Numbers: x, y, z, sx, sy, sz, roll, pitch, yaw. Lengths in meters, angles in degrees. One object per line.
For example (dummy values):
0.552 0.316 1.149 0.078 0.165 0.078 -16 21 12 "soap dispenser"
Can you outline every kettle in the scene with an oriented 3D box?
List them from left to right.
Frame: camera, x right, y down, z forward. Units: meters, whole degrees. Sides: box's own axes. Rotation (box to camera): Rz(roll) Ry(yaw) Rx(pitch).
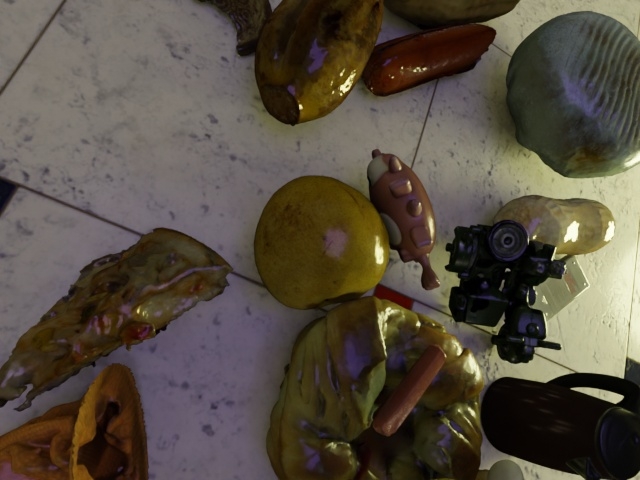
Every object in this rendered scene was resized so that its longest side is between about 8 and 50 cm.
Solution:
0.431 0.312 0.717 0.202 0.232 0.144 -32 93 -24 "kettle"

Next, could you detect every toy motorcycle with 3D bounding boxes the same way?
0.324 0.096 0.756 0.205 0.127 0.276 8 102 1 "toy motorcycle"

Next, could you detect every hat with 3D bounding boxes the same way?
-0.341 0.271 0.456 0.233 0.244 0.234 -6 74 -8 "hat"

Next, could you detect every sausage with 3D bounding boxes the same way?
0.121 0.196 0.549 0.147 0.030 0.035 -42 103 -25 "sausage"
0.223 -0.381 0.845 0.330 0.102 0.102 -23 89 -23 "sausage"

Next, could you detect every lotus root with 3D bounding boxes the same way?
-0.012 -0.330 0.706 0.193 0.193 0.291 28 75 -14 "lotus root"

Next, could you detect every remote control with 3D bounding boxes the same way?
0.505 0.106 0.896 0.190 0.029 0.088 -28 90 -24 "remote control"

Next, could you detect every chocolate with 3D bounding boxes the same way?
0.486 -0.032 0.866 0.309 0.134 0.134 -4 81 -24 "chocolate"

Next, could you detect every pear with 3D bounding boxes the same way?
0.000 0.000 0.633 0.208 0.209 0.209 4 78 -20 "pear"

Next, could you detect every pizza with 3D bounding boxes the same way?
-0.271 0.081 0.526 0.297 0.189 0.071 -37 138 -25 "pizza"

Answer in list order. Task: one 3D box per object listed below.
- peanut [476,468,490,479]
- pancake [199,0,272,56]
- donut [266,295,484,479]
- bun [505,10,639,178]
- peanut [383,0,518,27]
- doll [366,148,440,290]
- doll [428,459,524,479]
0.231 0.529 0.645 0.147 0.147 0.319 24 75 -15 "peanut"
-0.175 -0.431 0.745 0.190 0.020 0.184 13 76 -18 "pancake"
0.089 0.261 0.632 0.360 0.170 0.361 4 78 -22 "donut"
0.561 -0.303 0.901 0.361 0.211 0.362 5 75 -20 "bun"
0.287 -0.558 0.868 0.386 0.169 0.192 -19 81 -23 "peanut"
0.138 -0.042 0.690 0.093 0.211 0.262 -18 78 0 "doll"
0.173 0.440 0.490 0.242 0.159 0.311 37 48 -54 "doll"
